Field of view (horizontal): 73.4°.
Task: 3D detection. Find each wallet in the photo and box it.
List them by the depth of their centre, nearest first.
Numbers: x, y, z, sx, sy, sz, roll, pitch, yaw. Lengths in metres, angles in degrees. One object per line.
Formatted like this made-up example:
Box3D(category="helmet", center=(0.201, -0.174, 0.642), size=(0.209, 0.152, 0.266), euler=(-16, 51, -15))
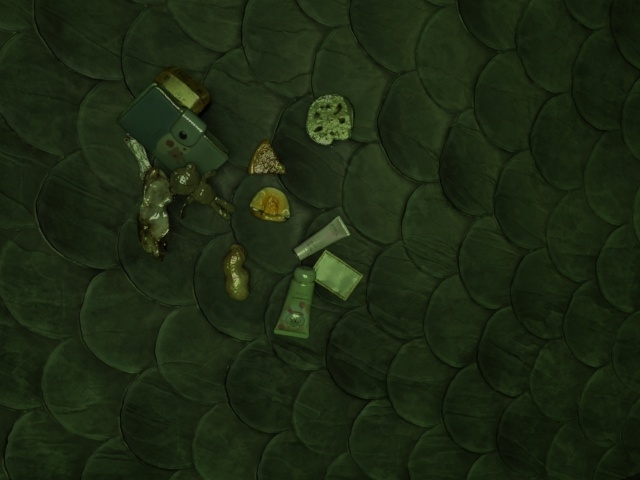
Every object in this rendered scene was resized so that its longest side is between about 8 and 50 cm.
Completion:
Box3D(category="wallet", center=(-0.511, -0.360, 1.519), size=(0.252, 0.083, 0.360), euler=(-30, 121, 29))

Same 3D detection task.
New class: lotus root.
Box3D(category="lotus root", center=(0.040, -0.463, 1.679), size=(0.184, 0.078, 0.203), euler=(15, 91, 0))

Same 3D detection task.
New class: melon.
Box3D(category="melon", center=(-0.194, -0.139, 1.687), size=(0.161, 0.079, 0.128), euler=(14, 77, -11))

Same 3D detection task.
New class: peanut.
Box3D(category="peanut", center=(-0.331, 0.126, 1.692), size=(0.104, 0.086, 0.227), euler=(-9, 98, -18))

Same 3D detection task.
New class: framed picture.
Box3D(category="framed picture", center=(0.063, 0.147, 1.801), size=(0.201, 0.010, 0.135), euler=(35, 92, -12))

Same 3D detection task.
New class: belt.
Box3D(category="belt", center=(-0.661, -0.310, 1.587), size=(0.072, 0.053, 0.231), euler=(-17, 101, -6))

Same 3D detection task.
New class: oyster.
Box3D(category="oyster", center=(-0.585, -0.094, 1.545), size=(0.133, 0.198, 0.336), euler=(1, 103, -27))

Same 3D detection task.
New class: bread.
Box3D(category="bread", center=(-0.222, -0.293, 1.666), size=(0.136, 0.054, 0.154), euler=(-34, 97, -5))

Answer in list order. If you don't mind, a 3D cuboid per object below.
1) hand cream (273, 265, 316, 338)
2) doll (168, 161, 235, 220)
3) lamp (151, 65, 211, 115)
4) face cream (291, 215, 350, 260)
Box3D(category="hand cream", center=(-0.092, 0.254, 1.759), size=(0.147, 0.093, 0.305), euler=(11, 105, -8))
Box3D(category="doll", center=(-0.419, -0.176, 1.565), size=(0.286, 0.091, 0.202), euler=(4, 118, -44))
Box3D(category="lamp", center=(-0.498, -0.518, 1.537), size=(0.185, 0.161, 0.161), euler=(41, 89, -14))
Box3D(category="face cream", center=(0.000, 0.000, 1.749), size=(0.244, 0.058, 0.092), euler=(-33, 98, -10))
